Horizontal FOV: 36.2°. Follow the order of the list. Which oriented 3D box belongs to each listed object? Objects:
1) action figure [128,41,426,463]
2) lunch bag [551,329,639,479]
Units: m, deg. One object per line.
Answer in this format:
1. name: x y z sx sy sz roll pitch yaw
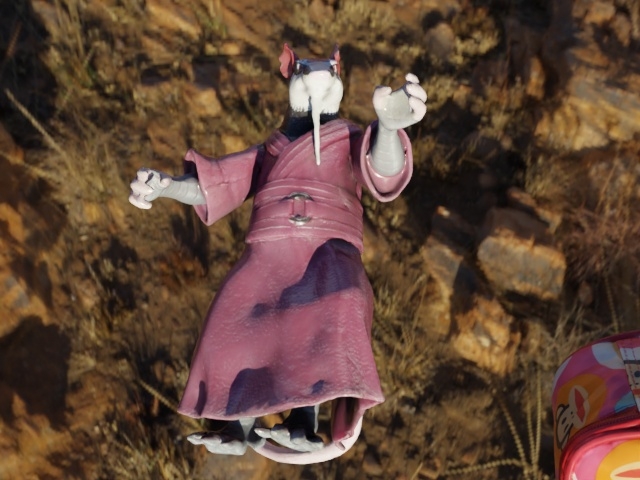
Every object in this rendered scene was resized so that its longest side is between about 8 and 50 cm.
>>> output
1. action figure: 0.000 0.000 0.848 0.248 0.276 0.370 -1 70 24
2. lunch bag: 0.306 0.171 0.618 0.293 0.258 0.120 -14 25 15
